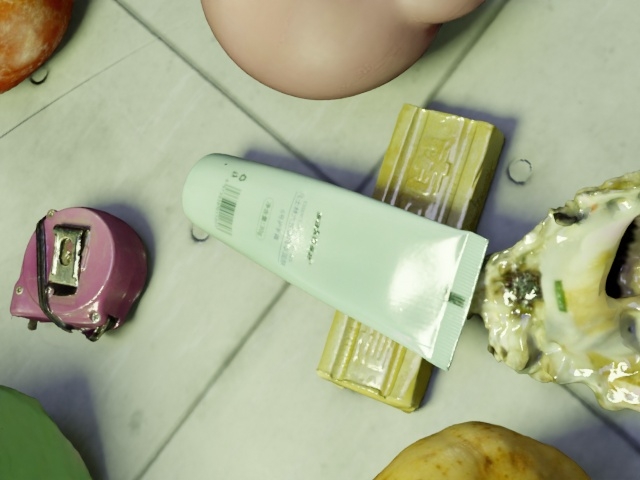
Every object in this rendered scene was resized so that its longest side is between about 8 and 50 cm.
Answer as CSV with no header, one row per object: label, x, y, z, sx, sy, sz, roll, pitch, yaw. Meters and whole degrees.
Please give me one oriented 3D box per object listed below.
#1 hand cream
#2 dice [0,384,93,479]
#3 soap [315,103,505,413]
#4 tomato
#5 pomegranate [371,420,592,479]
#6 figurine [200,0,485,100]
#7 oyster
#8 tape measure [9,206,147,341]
hand cream,0.000,0.000,1.195,0.321,0.067,0.109,25,102,41
dice,-0.386,0.309,1.212,0.330,0.318,0.322,-23,67,21
soap,0.076,0.014,1.198,0.092,0.037,0.252,16,86,32
tomato,-0.323,-0.253,1.420,0.233,0.140,0.200,-60,44,44
pomegranate,0.119,0.252,1.006,0.248,0.248,0.248,-7,75,27
figurine,-0.012,-0.233,1.186,0.211,0.261,0.269,-56,22,26
oyster,0.273,0.034,1.060,0.355,0.107,0.201,9,115,24
tape measure,-0.226,0.031,1.334,0.118,0.074,0.125,4,82,28
